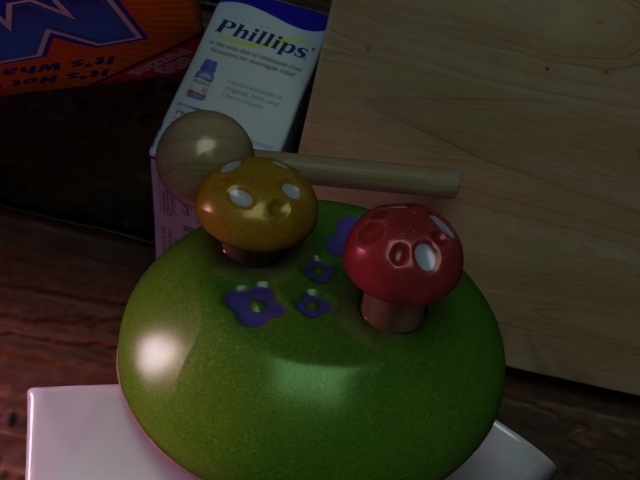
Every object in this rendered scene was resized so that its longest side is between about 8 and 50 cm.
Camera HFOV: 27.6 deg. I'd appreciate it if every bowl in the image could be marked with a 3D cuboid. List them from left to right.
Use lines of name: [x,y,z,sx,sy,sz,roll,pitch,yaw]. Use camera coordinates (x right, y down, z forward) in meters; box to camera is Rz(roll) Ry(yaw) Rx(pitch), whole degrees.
bowl: [0.058,0.105,0.725,0.142,0.142,0.053,36,86,12]

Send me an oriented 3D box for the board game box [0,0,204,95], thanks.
board game box: [-0.267,-0.291,0.703,0.356,0.356,0.356,-7,79,-2]

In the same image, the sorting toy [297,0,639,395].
sorting toy: [0.119,-0.059,0.773,0.257,0.255,0.089,13,26,-2]

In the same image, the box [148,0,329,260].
box: [-0.049,-0.060,0.806,0.072,0.126,0.137,18,59,5]

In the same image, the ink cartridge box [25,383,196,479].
ink cartridge box: [-0.056,0.205,0.624,0.168,0.171,0.232,0,59,-8]

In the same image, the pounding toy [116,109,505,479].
pounding toy: [0.000,0.000,0.606,0.183,0.110,0.237,3,41,-5]
